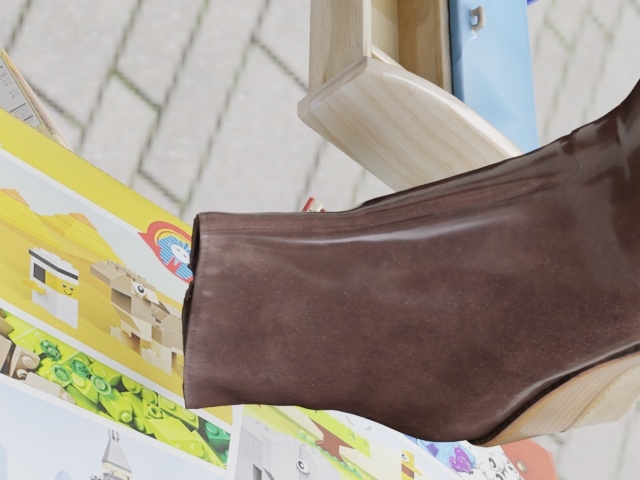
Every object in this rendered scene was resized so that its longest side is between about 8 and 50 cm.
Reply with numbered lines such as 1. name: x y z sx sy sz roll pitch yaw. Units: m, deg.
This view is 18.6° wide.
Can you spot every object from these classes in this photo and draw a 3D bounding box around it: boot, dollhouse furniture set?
1. boot: 0.054 0.005 0.787 0.248 0.207 0.090 107 -17 -50
2. dollhouse furniture set: 0.111 -0.189 0.885 0.286 0.303 0.198 35 37 -32

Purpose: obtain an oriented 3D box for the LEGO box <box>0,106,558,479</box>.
1. LEGO box: -0.106 0.165 0.905 0.500 0.193 0.372 33 29 -25

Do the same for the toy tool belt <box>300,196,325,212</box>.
1. toy tool belt: 0.000 0.000 1.586 0.052 0.051 0.083 -59 180 -34

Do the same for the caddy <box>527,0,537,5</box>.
1. caddy: 0.097 -0.326 1.582 0.179 0.341 0.241 -49 146 -49

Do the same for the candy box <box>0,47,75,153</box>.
1. candy box: -0.163 0.013 1.235 0.087 0.316 0.183 -32 119 -6
